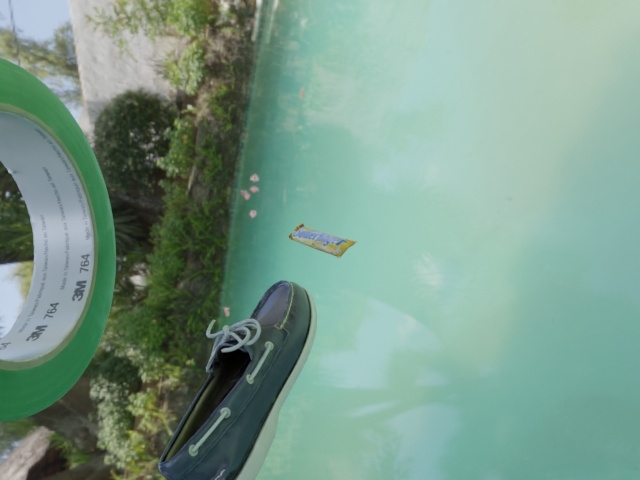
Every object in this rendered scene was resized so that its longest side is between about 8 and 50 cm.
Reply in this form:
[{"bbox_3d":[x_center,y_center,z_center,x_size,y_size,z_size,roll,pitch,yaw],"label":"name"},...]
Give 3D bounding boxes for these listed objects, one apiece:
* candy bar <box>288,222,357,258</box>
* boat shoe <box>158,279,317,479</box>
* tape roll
[{"bbox_3d":[0.000,0.000,0.886,0.040,0.018,0.162,-45,32,-17],"label":"candy bar"},{"bbox_3d":[-0.077,0.126,0.530,0.095,0.079,0.254,-26,29,41],"label":"boat shoe"},{"bbox_3d":[-0.302,-0.001,0.490,0.321,0.077,0.320,-5,-90,-82],"label":"tape roll"}]
